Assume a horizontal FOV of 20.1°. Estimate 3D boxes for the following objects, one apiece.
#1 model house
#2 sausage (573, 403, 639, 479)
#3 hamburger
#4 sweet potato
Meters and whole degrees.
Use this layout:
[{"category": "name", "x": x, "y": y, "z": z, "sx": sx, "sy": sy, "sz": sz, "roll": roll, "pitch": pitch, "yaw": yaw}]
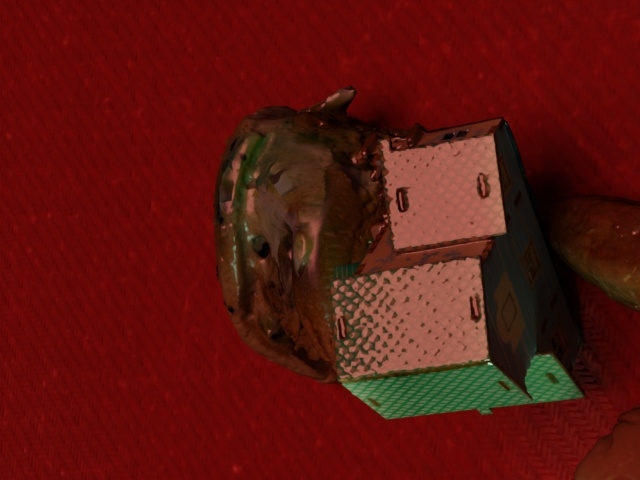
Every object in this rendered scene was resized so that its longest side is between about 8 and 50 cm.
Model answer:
[{"category": "model house", "x": 0.094, "y": 0.054, "z": 1.459, "sx": 0.178, "sy": 0.206, "sz": 0.271, "roll": -8, "pitch": 117, "yaw": 23}, {"category": "sausage", "x": 0.307, "y": 0.267, "z": 1.404, "sx": 0.121, "sy": 0.121, "sz": 0.304, "roll": -47, "pitch": 58, "yaw": 28}, {"category": "hamburger", "x": 0.000, "y": 0.000, "z": 1.640, "sx": 0.168, "sy": 0.192, "sz": 0.288, "roll": 12, "pitch": 95, "yaw": 49}, {"category": "sweet potato", "x": 0.269, "y": 0.009, "z": 1.468, "sx": 0.252, "sy": 0.097, "sz": 0.097, "roll": 25, "pitch": 104, "yaw": 47}]
